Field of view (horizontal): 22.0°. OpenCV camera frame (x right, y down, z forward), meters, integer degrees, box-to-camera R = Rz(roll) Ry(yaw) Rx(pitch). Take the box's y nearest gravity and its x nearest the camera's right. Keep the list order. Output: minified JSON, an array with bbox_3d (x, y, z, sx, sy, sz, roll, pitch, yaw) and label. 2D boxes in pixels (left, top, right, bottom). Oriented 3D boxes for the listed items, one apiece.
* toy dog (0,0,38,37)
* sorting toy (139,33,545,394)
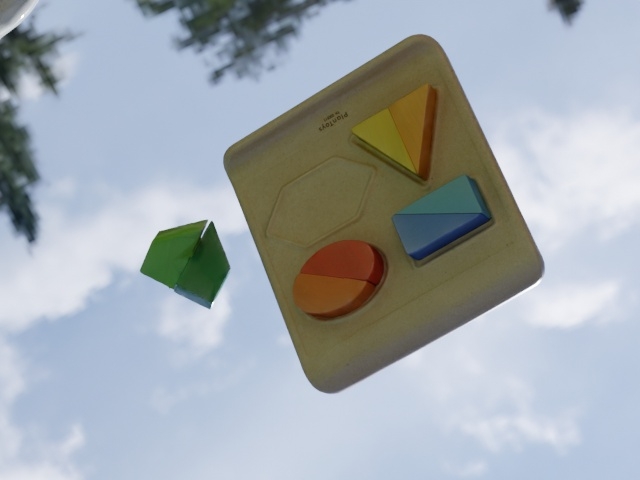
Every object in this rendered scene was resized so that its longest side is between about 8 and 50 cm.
[{"bbox_3d":[-0.334,-0.153,0.601,0.395,0.408,0.284,-29,-154,16],"label":"toy dog"},{"bbox_3d":[0.000,0.000,0.355,0.083,0.062,0.012,-30,158,16],"label":"sorting toy"}]
